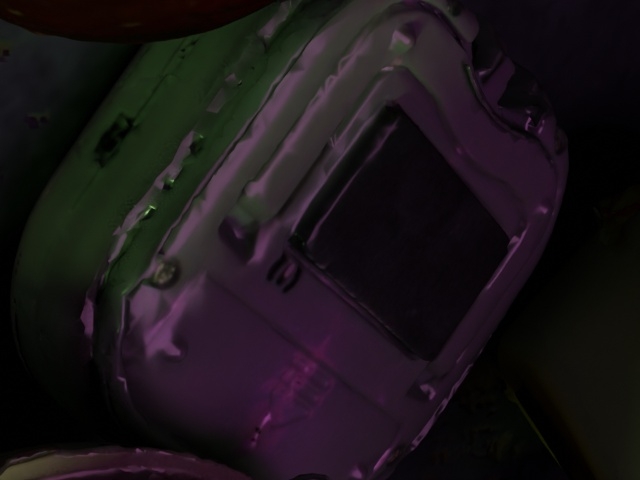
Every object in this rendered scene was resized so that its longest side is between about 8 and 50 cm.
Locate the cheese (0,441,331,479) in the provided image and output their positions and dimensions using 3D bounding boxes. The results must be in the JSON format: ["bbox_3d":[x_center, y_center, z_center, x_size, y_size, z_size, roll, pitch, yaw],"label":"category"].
[{"bbox_3d":[-0.126,0.137,0.504,0.286,0.074,0.189,-18,136,-11],"label":"cheese"}]

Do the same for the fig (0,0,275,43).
[{"bbox_3d":[-0.061,-0.113,0.356,0.202,0.149,0.148,-26,151,-17],"label":"fig"}]

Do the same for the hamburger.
[{"bbox_3d":[0.206,0.096,0.697,0.179,0.294,0.276,-34,125,4],"label":"hamburger"}]

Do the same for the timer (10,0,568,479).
[{"bbox_3d":[0.000,0.000,0.571,0.191,0.069,0.208,-56,142,-3],"label":"timer"}]
